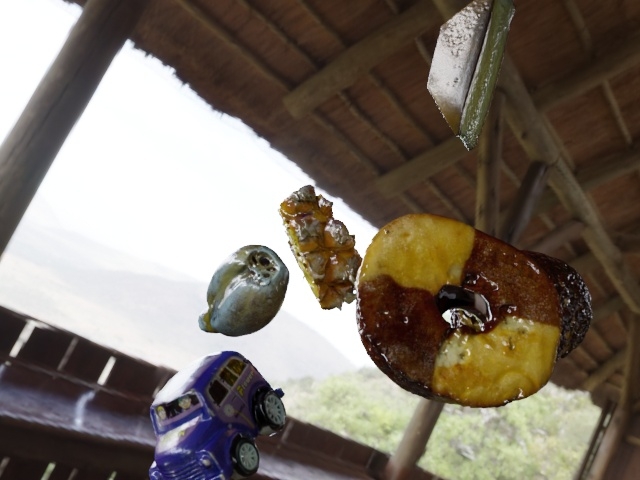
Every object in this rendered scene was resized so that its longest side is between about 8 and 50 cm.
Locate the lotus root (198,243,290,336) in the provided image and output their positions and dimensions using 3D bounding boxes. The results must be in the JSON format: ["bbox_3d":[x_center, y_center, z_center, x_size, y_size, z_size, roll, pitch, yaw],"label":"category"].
[{"bbox_3d":[-0.160,0.122,1.466,0.140,0.158,0.322,-6,-24,-28],"label":"lotus root"}]

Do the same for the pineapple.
[{"bbox_3d":[0.000,0.000,0.745,0.137,0.069,0.116,67,-11,-22],"label":"pineapple"}]

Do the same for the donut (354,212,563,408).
[{"bbox_3d":[0.113,0.066,0.615,0.184,0.166,0.073,12,-28,-6],"label":"donut"}]

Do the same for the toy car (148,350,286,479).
[{"bbox_3d":[-0.177,0.281,1.090,0.158,0.172,0.235,56,28,-13],"label":"toy car"}]

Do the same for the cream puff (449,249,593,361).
[{"bbox_3d":[0.339,0.130,1.206,0.239,0.165,0.239,8,-37,6],"label":"cream puff"}]

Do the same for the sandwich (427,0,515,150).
[{"bbox_3d":[0.240,-0.286,1.168,0.096,0.258,0.094,14,-4,33],"label":"sandwich"}]
